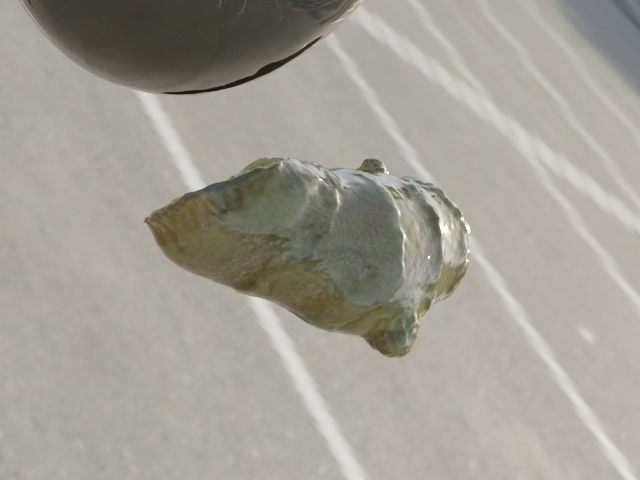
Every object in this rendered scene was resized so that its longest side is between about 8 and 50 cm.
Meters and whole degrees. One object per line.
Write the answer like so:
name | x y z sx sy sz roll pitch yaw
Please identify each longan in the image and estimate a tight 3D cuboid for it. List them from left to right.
longan | -0.078 -0.213 1.109 0.258 0.258 0.258 43 15 -14

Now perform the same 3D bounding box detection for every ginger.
ginger | 0.000 0.000 1.510 0.354 0.126 0.190 14 62 -40
